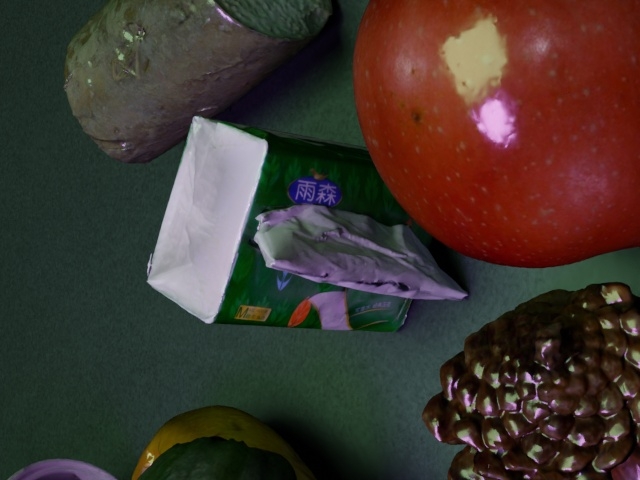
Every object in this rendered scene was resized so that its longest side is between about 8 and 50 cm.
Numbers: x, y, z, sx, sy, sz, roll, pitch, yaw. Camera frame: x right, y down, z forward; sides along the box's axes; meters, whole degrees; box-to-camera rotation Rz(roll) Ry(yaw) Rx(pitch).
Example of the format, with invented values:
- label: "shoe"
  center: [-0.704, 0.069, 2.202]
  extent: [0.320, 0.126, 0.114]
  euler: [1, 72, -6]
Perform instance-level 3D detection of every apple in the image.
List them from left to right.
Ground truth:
- label: "apple"
  center: [0.148, -0.100, 0.922]
  extent: [0.260, 0.260, 0.216]
  euler: [3, 107, 50]

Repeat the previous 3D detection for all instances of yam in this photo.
- label: "yam"
  center: [-0.125, -0.190, 1.331]
  extent: [0.268, 0.161, 0.161]
  euler: [-28, 63, 44]

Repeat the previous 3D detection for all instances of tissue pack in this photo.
- label: "tissue pack"
  center: [0.001, -0.001, 1.114]
  extent: [0.156, 0.209, 0.148]
  euler: [26, 103, 46]

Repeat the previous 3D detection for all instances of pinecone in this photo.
- label: "pinecone"
  center: [0.160, 0.110, 0.932]
  extent: [0.179, 0.195, 0.150]
  euler: [-27, 94, 4]

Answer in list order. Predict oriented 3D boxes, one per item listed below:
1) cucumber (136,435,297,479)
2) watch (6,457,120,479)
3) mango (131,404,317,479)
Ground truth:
- label: "cucumber"
  center: [-0.108, 0.265, 1.001]
  extent: [0.145, 0.105, 0.325]
  euler: [-4, 48, 36]
- label: "watch"
  center: [-0.257, 0.352, 1.384]
  extent: [0.196, 0.244, 0.231]
  euler: [-38, 34, 36]
- label: "mango"
  center: [-0.070, 0.298, 1.188]
  extent: [0.253, 0.182, 0.365]
  euler: [-56, 35, 33]
